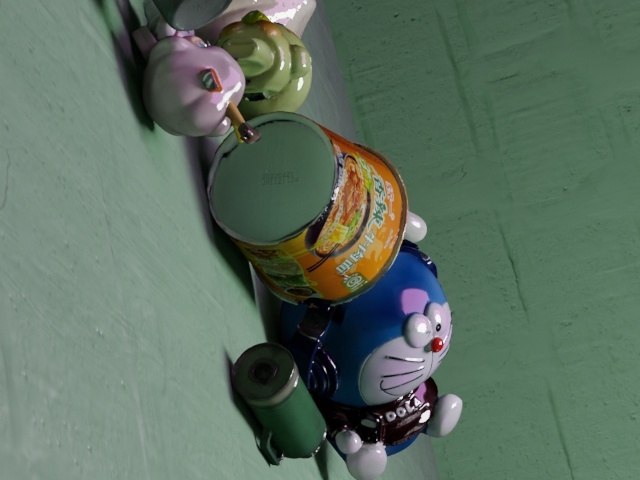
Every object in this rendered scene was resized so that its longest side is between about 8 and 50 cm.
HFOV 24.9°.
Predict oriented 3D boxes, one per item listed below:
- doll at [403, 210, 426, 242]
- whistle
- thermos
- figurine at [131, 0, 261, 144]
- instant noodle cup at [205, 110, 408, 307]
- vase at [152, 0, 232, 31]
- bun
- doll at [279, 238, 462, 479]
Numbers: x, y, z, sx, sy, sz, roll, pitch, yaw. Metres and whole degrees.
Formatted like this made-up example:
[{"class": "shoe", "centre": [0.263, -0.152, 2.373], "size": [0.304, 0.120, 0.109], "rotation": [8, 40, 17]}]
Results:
[{"class": "doll", "centre": [0.008, -0.060, 2.142], "size": [0.311, 0.242, 0.159], "rotation": [42, -29, -2]}, {"class": "whistle", "centre": [-0.080, -0.227, 1.750], "size": [0.294, 0.141, 0.141], "rotation": [79, -3, -75]}, {"class": "thermos", "centre": [-0.039, 0.200, 1.668], "size": [0.187, 0.073, 0.083], "rotation": [65, 11, -51]}, {"class": "figurine", "centre": [-0.148, -0.185, 1.579], "size": [0.137, 0.112, 0.229], "rotation": [77, -11, -52]}, {"class": "instant noodle cup", "centre": [-0.025, -0.049, 1.802], "size": [0.182, 0.230, 0.230], "rotation": [40, 34, -61]}, {"class": "vase", "centre": [-0.179, -0.325, 1.531], "size": [0.214, 0.086, 0.086], "rotation": [54, 1, 18]}, {"class": "bun", "centre": [-0.093, -0.308, 1.969], "size": [0.263, 0.175, 0.263], "rotation": [-16, 90, -84]}, {"class": "doll", "centre": [0.067, 0.144, 1.989], "size": [0.240, 0.284, 0.310], "rotation": [27, -41, 32]}]
